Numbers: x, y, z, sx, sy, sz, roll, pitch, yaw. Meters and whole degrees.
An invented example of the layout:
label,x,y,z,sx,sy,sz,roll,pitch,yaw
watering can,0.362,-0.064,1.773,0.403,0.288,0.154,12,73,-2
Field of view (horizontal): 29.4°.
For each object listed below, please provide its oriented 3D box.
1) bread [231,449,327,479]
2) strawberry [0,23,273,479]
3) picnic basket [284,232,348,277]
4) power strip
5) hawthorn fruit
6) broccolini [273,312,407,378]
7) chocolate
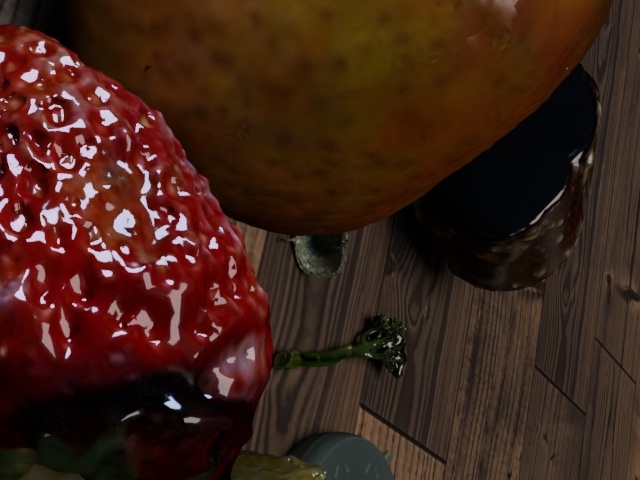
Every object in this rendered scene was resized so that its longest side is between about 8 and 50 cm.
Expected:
label,x,y,z,sx,sy,sz,roll,pitch,yaw
bread,-0.086,0.271,1.079,0.196,0.138,0.102,-37,125,-51
strawberry,-0.178,0.034,0.839,0.292,0.292,0.310,48,32,-46
picnic basket,0.000,0.000,1.322,0.083,0.065,0.083,-25,121,-79
power strip,0.020,0.292,1.340,0.253,0.054,0.167,-12,99,-57
hawthorn fruit,0.021,-0.229,1.020,0.472,0.472,0.471,6,84,-58
broccolini,0.037,0.124,1.379,0.071,0.057,0.254,49,21,20
chocolate,0.248,-0.082,1.587,0.210,0.225,0.340,68,35,-51
